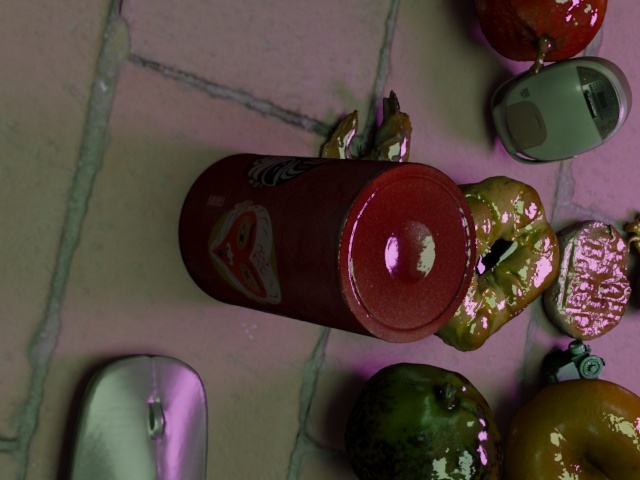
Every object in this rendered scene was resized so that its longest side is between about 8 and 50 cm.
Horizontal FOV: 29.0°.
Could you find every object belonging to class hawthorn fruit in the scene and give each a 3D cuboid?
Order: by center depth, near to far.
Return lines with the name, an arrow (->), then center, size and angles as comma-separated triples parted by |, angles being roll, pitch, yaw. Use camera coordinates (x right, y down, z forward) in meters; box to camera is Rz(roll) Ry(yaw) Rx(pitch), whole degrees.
hawthorn fruit -> 0.309, -0.336, 1.734 | 0.205, 0.205, 0.253 | 22, 54, -36

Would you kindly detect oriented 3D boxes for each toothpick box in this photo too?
toothpick box -> 0.000, 0.000, 1.475 | 0.204, 0.333, 0.204 | -5, 99, -36

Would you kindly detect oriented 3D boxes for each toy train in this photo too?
toy train -> 0.413, 0.240, 1.968 | 0.099, 0.070, 0.172 | -26, 112, -4

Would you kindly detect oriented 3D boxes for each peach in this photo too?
peach -> 0.400, 0.324, 1.887 | 0.251, 0.153, 0.251 | -5, 113, -12

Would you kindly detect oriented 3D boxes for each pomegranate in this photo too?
pomegranate -> 0.153, 0.297, 1.705 | 0.204, 0.222, 0.276 | -19, 133, 10

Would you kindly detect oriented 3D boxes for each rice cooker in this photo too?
rice cooker -> 0.354, -0.193, 1.805 | 0.127, 0.206, 0.145 | -30, 102, -49

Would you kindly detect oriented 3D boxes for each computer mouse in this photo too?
computer mouse -> -0.219, 0.303, 1.500 | 0.197, 0.095, 0.330 | 2, 94, -41

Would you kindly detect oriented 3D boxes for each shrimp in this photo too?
shrimp -> 0.068, -0.115, 1.688 | 0.132, 0.052, 0.187 | 16, 88, -37

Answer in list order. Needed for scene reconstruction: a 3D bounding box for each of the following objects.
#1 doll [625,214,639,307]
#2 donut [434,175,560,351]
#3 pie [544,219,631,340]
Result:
doll -> 0.567, 0.052, 2.055 | 0.188, 0.096, 0.145 | 43, 62, -21
donut -> 0.220, 0.023, 1.769 | 0.261, 0.128, 0.208 | -36, 114, -28
pie -> 0.434, 0.065, 1.984 | 0.195, 0.046, 0.195 | -4, 97, -34
